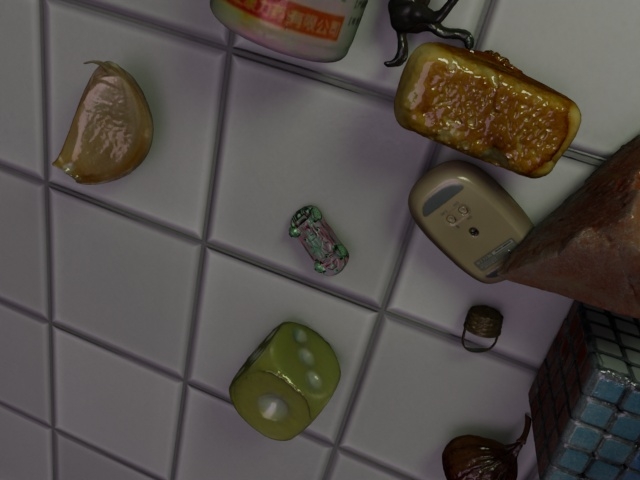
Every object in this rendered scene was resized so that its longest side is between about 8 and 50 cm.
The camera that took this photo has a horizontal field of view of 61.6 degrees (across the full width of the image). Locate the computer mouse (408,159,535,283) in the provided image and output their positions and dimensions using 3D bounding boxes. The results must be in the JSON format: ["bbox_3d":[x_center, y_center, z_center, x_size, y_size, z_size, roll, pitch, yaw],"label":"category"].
[{"bbox_3d":[0.252,-0.031,0.886,0.236,0.082,0.145,40,120,-13],"label":"computer mouse"}]

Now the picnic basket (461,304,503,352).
[{"bbox_3d":[0.291,0.165,0.972,0.071,0.072,0.083,12,108,14],"label":"picnic basket"}]

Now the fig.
[{"bbox_3d":[0.348,0.435,1.051,0.201,0.134,0.146,-37,107,21],"label":"fig"}]

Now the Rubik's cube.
[{"bbox_3d":[0.492,0.265,0.851,0.236,0.238,0.238,16,117,10],"label":"Rubik's cube"}]

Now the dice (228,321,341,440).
[{"bbox_3d":[-0.071,0.285,1.101,0.166,0.169,0.169,42,120,-3],"label":"dice"}]

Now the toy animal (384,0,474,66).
[{"bbox_3d":[0.153,-0.372,0.779,0.148,0.084,0.233,15,116,28],"label":"toy animal"}]

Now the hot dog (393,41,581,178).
[{"bbox_3d":[0.230,-0.195,0.780,0.256,0.153,0.150,21,115,-5],"label":"hot dog"}]

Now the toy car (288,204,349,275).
[{"bbox_3d":[0.000,0.000,1.011,0.069,0.055,0.142,-38,83,29],"label":"toy car"}]

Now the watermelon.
[{"bbox_3d":[0.441,0.040,0.759,0.250,0.283,0.293,44,132,2],"label":"watermelon"}]

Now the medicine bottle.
[{"bbox_3d":[0.002,-0.457,0.702,0.219,0.219,0.389,27,120,6],"label":"medicine bottle"}]

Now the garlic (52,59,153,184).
[{"bbox_3d":[-0.395,-0.215,0.994,0.145,0.164,0.245,38,116,20],"label":"garlic"}]
